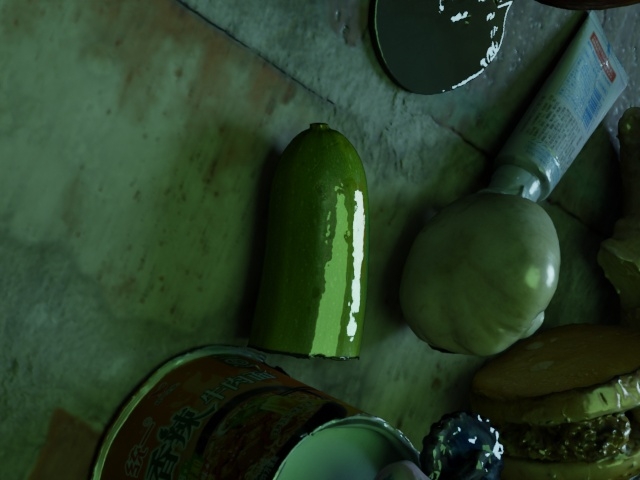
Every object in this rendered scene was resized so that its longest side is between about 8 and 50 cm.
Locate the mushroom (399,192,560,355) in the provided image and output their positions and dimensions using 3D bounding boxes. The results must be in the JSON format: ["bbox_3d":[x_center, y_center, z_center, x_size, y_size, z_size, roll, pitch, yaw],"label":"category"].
[{"bbox_3d":[0.142,0.033,1.582,0.122,0.154,0.154,40,70,-28],"label":"mushroom"}]

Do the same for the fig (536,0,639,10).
[{"bbox_3d":[0.214,-0.305,1.563,0.224,0.224,0.263,-18,71,-37],"label":"fig"}]

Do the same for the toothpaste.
[{"bbox_3d":[0.217,-0.106,1.697,0.234,0.057,0.089,-53,126,-30],"label":"toothpaste"}]

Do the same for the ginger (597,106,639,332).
[{"bbox_3d":[0.348,0.006,1.767,0.218,0.123,0.270,-14,104,-35],"label":"ginger"}]

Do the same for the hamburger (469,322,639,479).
[{"bbox_3d":[0.226,0.154,1.641,0.181,0.191,0.118,-19,101,-6],"label":"hamburger"}]

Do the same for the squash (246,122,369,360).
[{"bbox_3d":[0.000,0.000,1.501,0.095,0.095,0.188,8,90,-40],"label":"squash"}]

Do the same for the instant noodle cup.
[{"bbox_3d":[-0.037,0.205,1.435,0.230,0.182,0.230,-5,98,-38],"label":"instant noodle cup"}]

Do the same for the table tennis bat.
[{"bbox_3d":[0.134,-0.210,1.635,0.234,0.022,0.131,-26,110,-32],"label":"table tennis bat"}]

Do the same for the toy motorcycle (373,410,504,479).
[{"bbox_3d":[0.068,0.256,1.343,0.204,0.108,0.239,-8,79,-47],"label":"toy motorcycle"}]

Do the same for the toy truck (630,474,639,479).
[{"bbox_3d":[0.278,0.273,1.743,0.268,0.124,0.155,-34,110,-31],"label":"toy truck"}]
